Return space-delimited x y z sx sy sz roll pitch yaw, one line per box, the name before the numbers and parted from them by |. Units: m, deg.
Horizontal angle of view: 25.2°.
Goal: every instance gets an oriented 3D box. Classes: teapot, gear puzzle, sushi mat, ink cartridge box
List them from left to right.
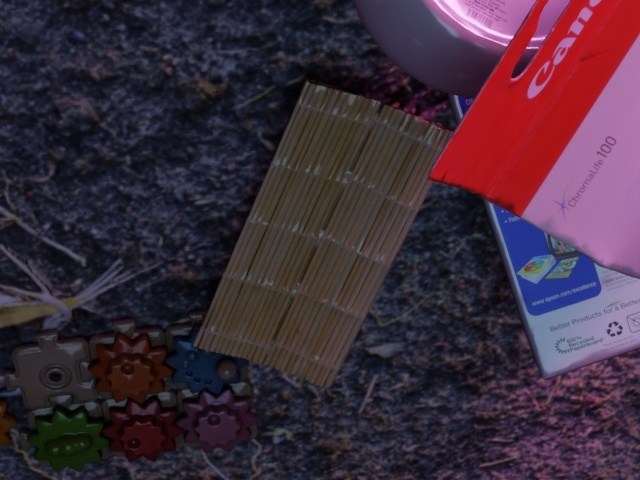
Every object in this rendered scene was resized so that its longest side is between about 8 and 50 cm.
gear puzzle | -0.238 0.172 1.488 0.339 0.044 0.175 -7 121 -2
sushi mat | 0.000 0.000 1.386 0.151 0.019 0.316 21 116 -9
teapot | 0.128 -0.221 1.209 0.253 0.187 0.256 -20 84 -22
ink cartridge box | 0.239 -0.063 1.368 0.176 0.069 0.370 -19 107 4
ink cartridge box | 0.267 -0.130 1.141 0.308 0.091 0.385 -58 154 10
